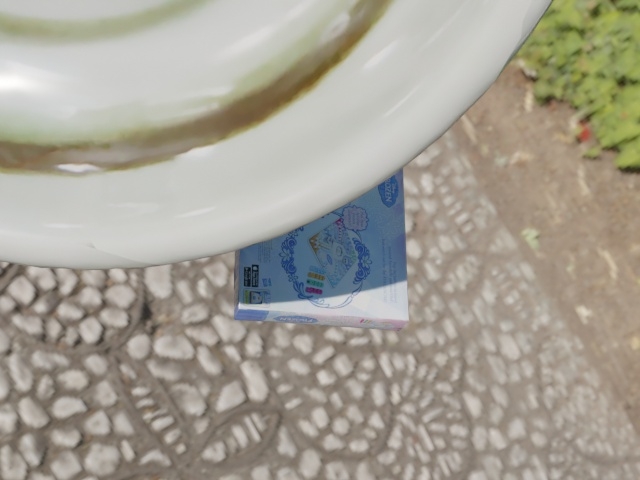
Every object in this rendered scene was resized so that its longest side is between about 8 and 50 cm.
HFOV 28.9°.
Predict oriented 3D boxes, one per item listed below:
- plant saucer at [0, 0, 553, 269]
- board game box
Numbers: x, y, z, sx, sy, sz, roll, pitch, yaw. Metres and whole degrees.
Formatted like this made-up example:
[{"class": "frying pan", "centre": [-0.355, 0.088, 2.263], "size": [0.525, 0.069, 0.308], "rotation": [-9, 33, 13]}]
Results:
[{"class": "plant saucer", "centre": [-0.096, -0.187, 0.430], "size": [0.400, 0.400, 0.100], "rotation": [44, 24, -14]}, {"class": "board game box", "centre": [0.000, 0.000, 0.651], "size": [0.090, 0.020, 0.090], "rotation": [5, 67, -12]}]
